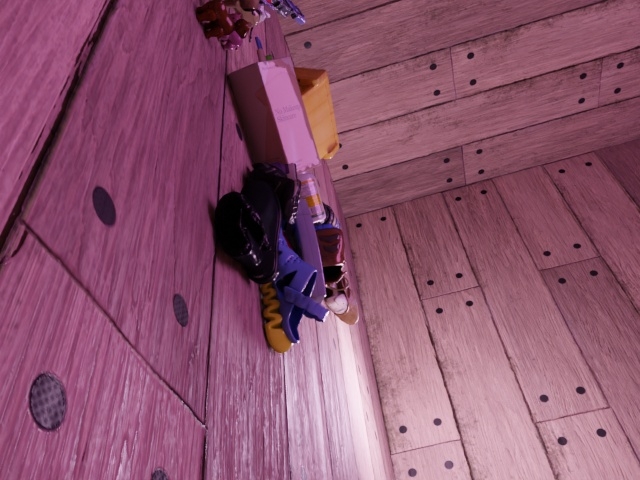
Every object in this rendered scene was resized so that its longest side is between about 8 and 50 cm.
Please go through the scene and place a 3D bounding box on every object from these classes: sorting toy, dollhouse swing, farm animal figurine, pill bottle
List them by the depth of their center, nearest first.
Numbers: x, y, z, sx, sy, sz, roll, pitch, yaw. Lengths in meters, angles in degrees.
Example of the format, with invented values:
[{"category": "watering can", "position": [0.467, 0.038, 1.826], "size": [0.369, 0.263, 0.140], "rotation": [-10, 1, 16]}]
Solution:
[{"category": "farm animal figurine", "position": [-0.225, -0.661, 1.434], "size": [0.330, 0.172, 0.326], "rotation": [-91, 164, -64]}, {"category": "pill bottle", "position": [-0.063, -0.160, 1.901], "size": [0.117, 0.118, 0.208], "rotation": [-59, 134, -80]}, {"category": "sorting toy", "position": [-0.188, -0.640, 2.216], "size": [0.196, 0.047, 0.347], "rotation": [50, 26, -74]}, {"category": "pill bottle", "position": [0.004, -0.074, 2.222], "size": [0.219, 0.123, 0.122], "rotation": [57, 19, -64]}, {"category": "dollhouse swing", "position": [-0.103, -0.496, 2.324], "size": [0.305, 0.315, 0.346], "rotation": [-38, 131, -34]}]

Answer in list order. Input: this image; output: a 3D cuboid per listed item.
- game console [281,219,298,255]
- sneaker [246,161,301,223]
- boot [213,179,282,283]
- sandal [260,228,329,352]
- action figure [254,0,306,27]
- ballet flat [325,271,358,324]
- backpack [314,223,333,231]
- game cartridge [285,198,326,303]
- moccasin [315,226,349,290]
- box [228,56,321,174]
[{"category": "game console", "position": [-0.094, -0.042, 1.489], "size": [0.124, 0.085, 0.144], "rotation": [36, -16, 32]}, {"category": "sneaker", "position": [-0.120, -0.119, 1.352], "size": [0.283, 0.124, 0.107], "rotation": [-109, -152, -67]}, {"category": "boot", "position": [-0.141, -0.051, 1.115], "size": [0.207, 0.094, 0.246], "rotation": [69, 14, -66]}, {"category": "sandal", "position": [-0.068, 0.085, 1.256], "size": [0.126, 0.138, 0.317], "rotation": [51, 23, -69]}, {"category": "action figure", "position": [-0.219, -0.878, 1.995], "size": [0.341, 0.179, 0.330], "rotation": [32, 42, -43]}, {"category": "ballet flat", "position": [0.054, 0.183, 2.211], "size": [0.124, 0.116, 0.342], "rotation": [-16, 91, -63]}, {"category": "backpack", "position": [0.000, 0.000, 2.045], "size": [0.098, 0.120, 0.101], "rotation": [65, 12, -59]}, {"category": "game cartridge", "position": [-0.048, 0.043, 1.568], "size": [0.196, 0.060, 0.294], "rotation": [120, -39, -60]}, {"category": "moccasin", "position": [0.016, 0.081, 1.716], "size": [0.380, 0.139, 0.146], "rotation": [125, -42, -68]}, {"category": "box", "position": [-0.124, -0.332, 1.543], "size": [0.148, 0.121, 0.311], "rotation": [-32, 110, -46]}]
